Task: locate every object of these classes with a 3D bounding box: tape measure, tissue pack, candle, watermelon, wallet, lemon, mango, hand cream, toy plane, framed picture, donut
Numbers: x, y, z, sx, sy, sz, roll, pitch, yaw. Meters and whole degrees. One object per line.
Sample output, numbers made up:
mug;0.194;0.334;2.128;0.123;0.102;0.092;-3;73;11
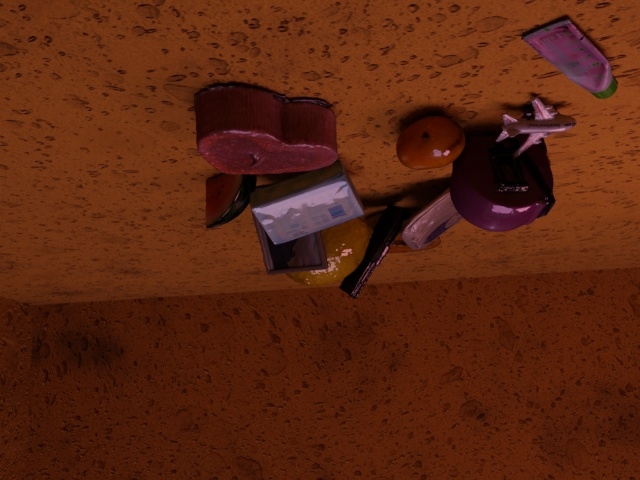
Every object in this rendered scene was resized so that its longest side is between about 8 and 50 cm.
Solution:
tape measure;0.419;-0.148;1.567;0.232;0.245;0.149;-3;152;-10
tissue pack;-0.034;-0.099;1.793;0.263;0.089;0.177;-18;138;12
candle;-0.138;-0.206;1.422;0.317;0.131;0.287;9;165;-38
watermelon;-0.231;-0.116;1.832;0.193;0.137;0.145;-53;146;14
wallet;0.163;0.030;2.099;0.044;0.317;0.169;33;179;-13
lemon;0.000;0.000;2.058;0.322;0.268;0.268;-25;161;14
wallet;0.370;-0.072;2.048;0.275;0.068;0.335;-34;161;9
mango;0.243;-0.210;1.519;0.145;0.112;0.219;-5;172;-8
hand cream;0.466;-0.329;1.230;0.275;0.050;0.079;18;131;-45
toy plane;0.471;-0.253;1.464;0.171;0.065;0.162;-12;142;-10
framed picture;-0.094;-0.033;1.924;0.192;0.265;0.018;-8;-165;20
donut;0.271;-0.029;2.312;0.278;0.108;0.277;-4;166;-1

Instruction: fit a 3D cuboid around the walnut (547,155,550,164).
walnut;0.545;-0.182;1.813;0.143;0.069;0.170;-4;164;11
